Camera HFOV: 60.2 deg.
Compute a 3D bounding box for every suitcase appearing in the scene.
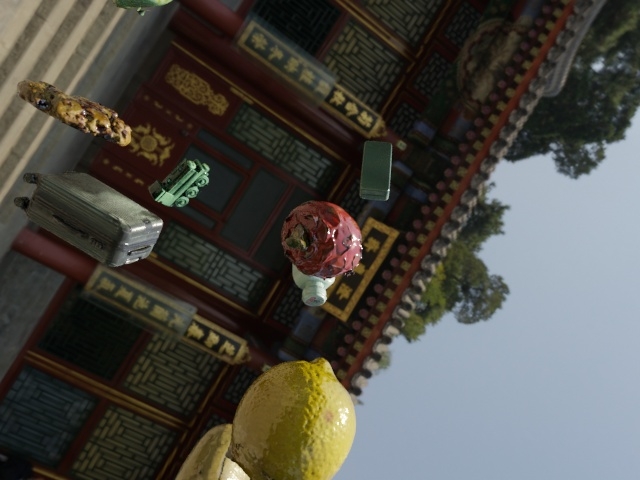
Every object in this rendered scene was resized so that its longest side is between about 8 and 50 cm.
[{"bbox_3d":[-0.564,-0.063,1.370,0.128,0.312,0.202,-61,173,12],"label":"suitcase"}]

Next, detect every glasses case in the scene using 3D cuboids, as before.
[{"bbox_3d":[0.149,-0.189,1.476,0.039,0.078,0.184,90,7,-53],"label":"glasses case"}]

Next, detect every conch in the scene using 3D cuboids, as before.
[{"bbox_3d":[-0.304,-0.422,0.912,0.170,0.106,0.079,-5,-100,47],"label":"conch"}]

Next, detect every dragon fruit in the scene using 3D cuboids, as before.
[{"bbox_3d":[0.000,0.000,1.197,0.172,0.209,0.172,-16,-123,27],"label":"dragon fruit"}]

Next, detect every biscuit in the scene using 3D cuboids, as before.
[{"bbox_3d":[-0.716,-0.386,1.633,0.081,0.334,0.289,-62,-151,7],"label":"biscuit"}]

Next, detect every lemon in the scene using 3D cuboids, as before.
[{"bbox_3d":[-0.047,0.347,1.049,0.253,0.228,0.228,-58,-162,-3],"label":"lemon"}]

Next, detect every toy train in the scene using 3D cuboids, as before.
[{"bbox_3d":[-0.401,-0.167,1.595,0.170,0.111,0.071,-42,-122,14],"label":"toy train"}]

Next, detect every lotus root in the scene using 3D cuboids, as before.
[{"bbox_3d":[-0.242,0.543,1.243,0.146,0.160,0.284,-36,-163,30],"label":"lotus root"}]

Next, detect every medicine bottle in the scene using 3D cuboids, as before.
[{"bbox_3d":[-0.020,0.078,1.605,0.083,0.121,0.229,-45,-144,41],"label":"medicine bottle"}]
